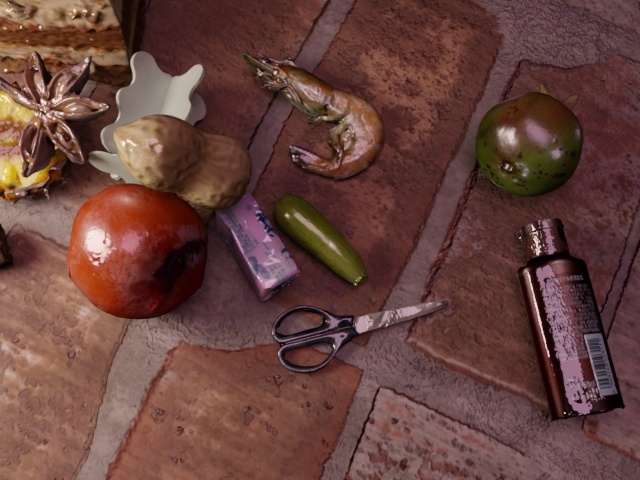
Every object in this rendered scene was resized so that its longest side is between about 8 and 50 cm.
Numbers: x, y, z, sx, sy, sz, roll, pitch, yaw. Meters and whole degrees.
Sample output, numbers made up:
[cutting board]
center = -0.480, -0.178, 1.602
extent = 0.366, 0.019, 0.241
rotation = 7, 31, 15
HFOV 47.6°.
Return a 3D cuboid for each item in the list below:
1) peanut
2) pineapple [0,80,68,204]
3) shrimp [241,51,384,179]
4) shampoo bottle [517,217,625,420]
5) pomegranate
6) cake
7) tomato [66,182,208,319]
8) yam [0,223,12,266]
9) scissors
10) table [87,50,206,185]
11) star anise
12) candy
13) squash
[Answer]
[peanut]
center = -0.185, -0.111, 1.049
extent = 0.124, 0.257, 0.123
rotation = -5, 80, 28
[pineapple]
center = -0.506, -0.151, 1.184
extent = 0.225, 0.076, 0.224
rotation = 3, 71, -9
[shrimp]
center = -0.030, -0.216, 1.272
extent = 0.296, 0.058, 0.169
rotation = 28, 75, -1
[shampoo bottle]
center = 0.400, 0.126, 1.201
extent = 0.129, 0.084, 0.322
rotation = -7, 73, -12
[pomegranate]
center = 0.370, -0.183, 1.250
extent = 0.181, 0.181, 0.224
rotation = 35, 57, 5
[cake]
center = -0.421, -0.425, 1.166
extent = 0.256, 0.290, 0.281
rotation = 3, 76, -2
[tomato]
center = -0.267, 0.019, 1.091
extent = 0.185, 0.208, 0.208
rotation = 15, 72, 17
[yam]
center = -0.561, 0.018, 1.131
extent = 0.141, 0.079, 0.079
rotation = -13, 75, -9
[scissors]
center = 0.070, 0.136, 1.192
extent = 0.300, 0.022, 0.109
rotation = -13, 79, -11
[table]
center = -0.267, -0.194, 1.191
extent = 0.167, 0.166, 0.198
rotation = 14, 64, -2
[star anise]
center = -0.409, -0.203, 1.132
extent = 0.172, 0.063, 0.208
rotation = -26, 77, 2
[candy]
center = -0.103, 0.013, 1.173
extent = 0.073, 0.092, 0.160
rotation = -29, 77, -19
[squash]
center = 0.000, 0.000, 1.204
extent = 0.201, 0.066, 0.066
rotation = 44, 74, 4
